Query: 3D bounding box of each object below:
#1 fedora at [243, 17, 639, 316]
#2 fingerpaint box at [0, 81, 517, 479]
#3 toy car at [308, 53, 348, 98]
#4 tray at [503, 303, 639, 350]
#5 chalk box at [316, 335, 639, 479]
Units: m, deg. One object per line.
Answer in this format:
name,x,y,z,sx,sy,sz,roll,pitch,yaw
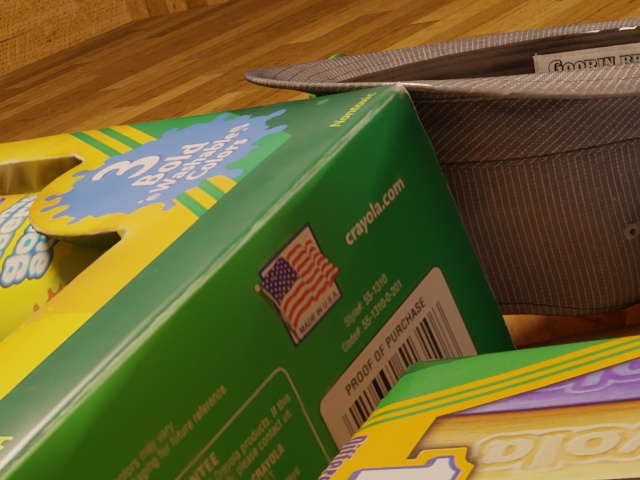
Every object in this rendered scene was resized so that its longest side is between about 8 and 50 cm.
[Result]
fedora,0.105,-0.035,0.734,0.275,0.124,0.243,-14,14,-34
fingerpaint box,-0.191,0.124,0.603,0.371,0.163,0.445,-4,31,42
toy car,0.000,0.000,0.901,0.053,0.225,0.239,22,30,15
tray,0.140,0.016,0.894,0.202,0.076,0.411,-13,18,17
chalk box,0.142,0.124,0.334,0.289,0.180,0.179,-10,17,30
